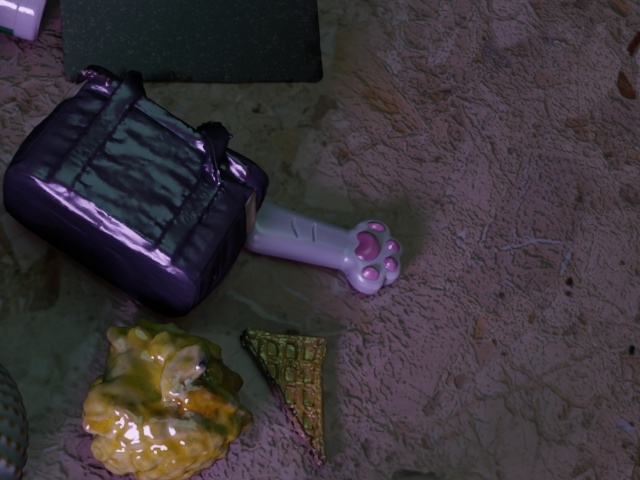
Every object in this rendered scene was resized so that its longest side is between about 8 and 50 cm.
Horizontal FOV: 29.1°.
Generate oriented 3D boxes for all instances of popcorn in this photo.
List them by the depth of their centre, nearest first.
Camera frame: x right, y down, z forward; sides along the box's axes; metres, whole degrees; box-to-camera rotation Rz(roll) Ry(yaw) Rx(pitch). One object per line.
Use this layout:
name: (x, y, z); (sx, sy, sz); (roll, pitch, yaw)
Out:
popcorn: (-0.160, 0.157, 1.241); (0.174, 0.142, 0.173); (-1, 75, 4)

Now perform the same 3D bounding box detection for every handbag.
handbag: (-0.193, -0.053, 1.314); (0.254, 0.181, 0.181); (33, 64, -1)

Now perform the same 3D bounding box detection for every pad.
pad: (-0.158, -0.301, 1.517); (0.330, 0.004, 0.220); (-2, 84, -21)

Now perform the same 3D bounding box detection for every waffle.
waffle: (-0.040, 0.170, 1.333); (0.097, 0.023, 0.152); (6, 61, -14)

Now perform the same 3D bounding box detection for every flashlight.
flashlight: (0.000, 0.000, 1.426); (0.200, 0.047, 0.093); (16, 59, -11)

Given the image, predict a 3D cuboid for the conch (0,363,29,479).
conch: (-0.415, 0.155, 1.105); (0.303, 0.215, 0.319); (16, 27, -17)

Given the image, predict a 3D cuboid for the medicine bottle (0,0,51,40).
medicine bottle: (-0.441, -0.308, 1.417); (0.260, 0.095, 0.095); (14, 59, -11)
